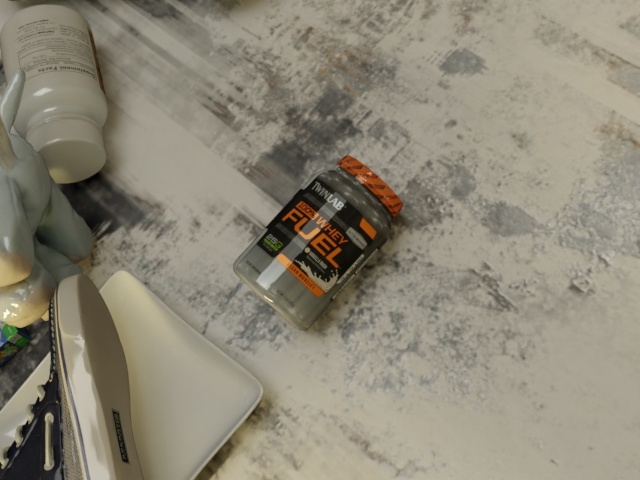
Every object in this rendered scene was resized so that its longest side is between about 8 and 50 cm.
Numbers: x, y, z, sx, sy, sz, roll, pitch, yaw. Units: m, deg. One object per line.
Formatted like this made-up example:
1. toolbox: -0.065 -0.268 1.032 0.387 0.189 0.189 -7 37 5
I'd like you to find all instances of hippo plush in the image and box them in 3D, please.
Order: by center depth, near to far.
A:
1. hippo plush: -0.445 -0.010 1.267 0.236 0.294 0.234 -10 33 12

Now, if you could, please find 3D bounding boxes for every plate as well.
1. plate: -0.235 0.212 1.234 0.278 0.045 0.277 35 84 30

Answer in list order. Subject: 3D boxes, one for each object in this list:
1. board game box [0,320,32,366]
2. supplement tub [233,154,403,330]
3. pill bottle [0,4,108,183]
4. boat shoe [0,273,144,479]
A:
1. board game box: -0.490 0.105 1.390 0.136 0.035 0.201 -43 59 -1
2. supplement tub: 0.000 0.000 1.194 0.117 0.117 0.190 39 85 31
3. pill bottle: -0.363 -0.200 1.421 0.131 0.131 0.229 -23 61 11
4. boat shoe: -0.300 0.208 1.160 0.158 0.127 0.340 -20 61 6
